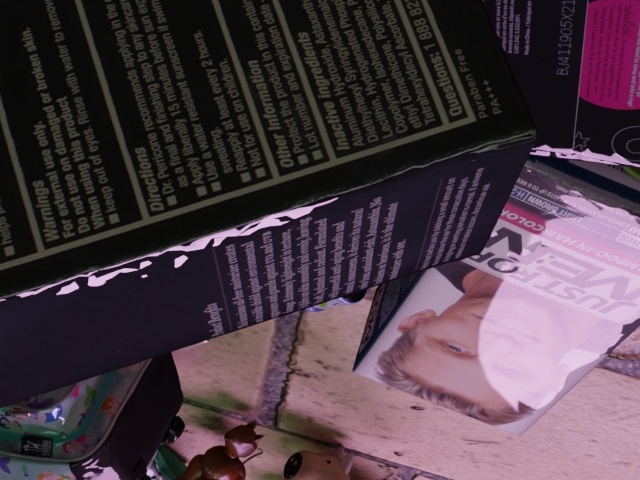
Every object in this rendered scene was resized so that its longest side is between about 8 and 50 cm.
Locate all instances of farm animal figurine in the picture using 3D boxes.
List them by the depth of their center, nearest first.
[{"bbox_3d":[0.007,0.338,1.387,0.330,0.172,0.327,37,166,48],"label":"farm animal figurine"}]

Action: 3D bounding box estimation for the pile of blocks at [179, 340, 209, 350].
[{"bbox_3d":[-0.249,0.032,1.166,0.362,0.113,0.149,5,142,16],"label":"pile of blocks"}]

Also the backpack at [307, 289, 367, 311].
[{"bbox_3d":[0.000,0.000,1.016,0.084,0.114,0.105,-14,134,36],"label":"backpack"}]

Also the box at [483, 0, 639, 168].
[{"bbox_3d":[0.135,-0.181,0.699,0.163,0.142,0.247,9,142,14],"label":"box"}]

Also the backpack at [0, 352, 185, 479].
[{"bbox_3d":[-0.301,0.170,1.275,0.253,0.225,0.191,-3,124,22],"label":"backpack"}]

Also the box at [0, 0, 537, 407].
[{"bbox_3d":[-0.092,-0.106,0.620,0.294,0.296,0.183,-17,162,-7],"label":"box"}]

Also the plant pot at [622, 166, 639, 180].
[{"bbox_3d":[0.245,-0.091,0.822,0.083,0.079,0.083,12,144,9],"label":"plant pot"}]

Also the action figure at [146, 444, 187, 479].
[{"bbox_3d":[-0.228,0.249,1.466,0.232,0.063,0.137,55,171,-30],"label":"action figure"}]

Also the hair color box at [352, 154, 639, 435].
[{"bbox_3d":[0.167,0.024,0.988,0.173,0.105,0.347,22,145,-5],"label":"hair color box"}]
